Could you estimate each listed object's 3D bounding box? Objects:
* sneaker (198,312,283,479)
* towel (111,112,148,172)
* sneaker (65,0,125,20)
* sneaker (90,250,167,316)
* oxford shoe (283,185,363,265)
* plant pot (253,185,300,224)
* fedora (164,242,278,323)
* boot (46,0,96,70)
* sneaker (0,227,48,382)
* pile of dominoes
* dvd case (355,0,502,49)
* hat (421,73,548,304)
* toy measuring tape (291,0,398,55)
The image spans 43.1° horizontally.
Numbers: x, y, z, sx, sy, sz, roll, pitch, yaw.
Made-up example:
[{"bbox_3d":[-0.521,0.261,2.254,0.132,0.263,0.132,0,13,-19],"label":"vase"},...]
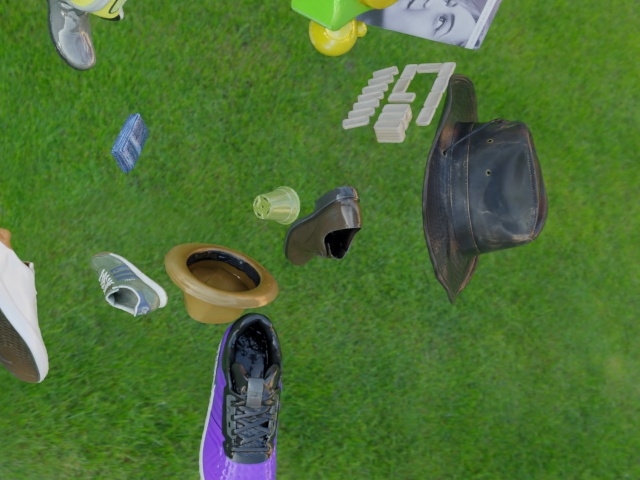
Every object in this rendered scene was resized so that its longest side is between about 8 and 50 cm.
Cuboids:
[{"bbox_3d":[-0.103,0.232,1.104,0.102,0.146,0.293,6,64,-15],"label":"sneaker"},{"bbox_3d":[-0.381,-0.197,1.636,0.067,0.029,0.119,66,27,-44],"label":"towel"},{"bbox_3d":[-0.176,-0.417,0.985,0.147,0.384,0.145,39,27,-55],"label":"sneaker"},{"bbox_3d":[-0.402,0.088,1.613,0.192,0.064,0.086,30,32,18],"label":"sneaker"},{"bbox_3d":[0.000,0.000,1.418,0.083,0.227,0.096,-2,65,-29],"label":"oxford shoe"},{"bbox_3d":[-0.100,-0.074,1.722,0.079,0.083,0.083,-6,79,-54],"label":"plant pot"},{"bbox_3d":[-0.160,0.075,1.263,0.194,0.194,0.079,13,113,-23],"label":"fedora"},{"bbox_3d":[-0.500,-0.482,1.685,0.083,0.161,0.246,-30,111,-44],"label":"boot"},{"bbox_3d":[-0.512,0.109,1.382,0.123,0.106,0.290,-58,145,-50],"label":"sneaker"},{"bbox_3d":[0.176,-0.305,1.780,0.251,0.196,0.040,-62,145,-40],"label":"pile of dominoes"},{"bbox_3d":[0.146,-0.351,1.099,0.221,0.164,0.018,9,45,-15],"label":"dvd case"},{"bbox_3d":[0.248,-0.068,1.135,0.331,0.134,0.331,2,90,-68],"label":"hat"},{"bbox_3d":[0.060,-0.294,0.608,0.121,0.330,0.121,14,31,-9],"label":"toy measuring tape"}]
